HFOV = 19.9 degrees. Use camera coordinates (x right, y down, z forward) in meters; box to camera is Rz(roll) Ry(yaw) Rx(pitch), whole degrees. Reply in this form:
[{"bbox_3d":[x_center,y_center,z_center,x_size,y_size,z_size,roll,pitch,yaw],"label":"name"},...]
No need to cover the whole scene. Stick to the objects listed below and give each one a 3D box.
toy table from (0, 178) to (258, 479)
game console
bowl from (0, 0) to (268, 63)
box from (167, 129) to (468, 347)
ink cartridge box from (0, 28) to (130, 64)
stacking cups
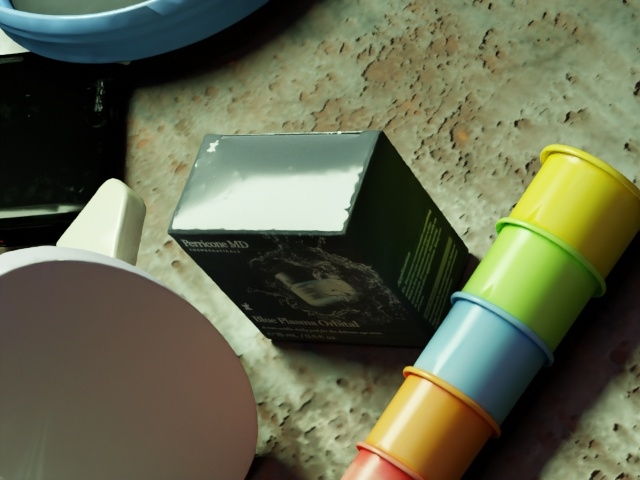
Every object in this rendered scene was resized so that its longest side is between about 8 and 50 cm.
[{"bbox_3d":[-0.186,0.086,1.318,0.252,0.274,0.161,-43,37,-10],"label":"toy table"},{"bbox_3d":[-0.358,-0.076,1.631,0.361,0.044,0.213,-6,48,4],"label":"game console"},{"bbox_3d":[-0.156,-0.318,1.712,0.391,0.077,0.391,-13,47,14],"label":"bowl"},{"bbox_3d":[0.000,0.000,1.341,0.156,0.158,0.093,0,57,33],"label":"box"},{"bbox_3d":[-0.244,-0.218,1.766,0.179,0.045,0.145,6,57,14],"label":"ink cartridge box"},{"bbox_3d":[0.105,0.081,1.253,0.096,0.096,0.316,25,71,42],"label":"stacking cups"}]
